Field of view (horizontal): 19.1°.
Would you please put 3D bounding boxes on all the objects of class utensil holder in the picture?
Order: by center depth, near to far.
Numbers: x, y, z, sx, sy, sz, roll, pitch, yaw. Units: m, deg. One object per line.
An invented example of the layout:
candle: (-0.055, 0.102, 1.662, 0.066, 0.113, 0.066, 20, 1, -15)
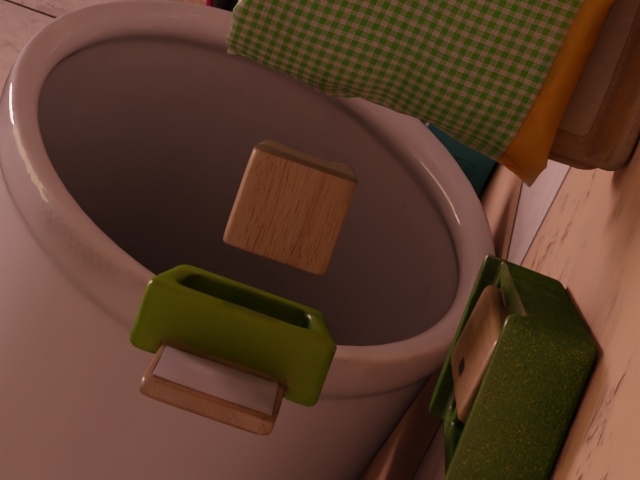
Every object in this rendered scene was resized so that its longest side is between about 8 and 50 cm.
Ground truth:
utensil holder: (-0.117, 0.087, 1.267, 0.385, 0.328, 0.327, -58, 9, 34)

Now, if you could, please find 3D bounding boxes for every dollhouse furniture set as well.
dollhouse furniture set: (0.045, -0.052, 0.846, 0.151, 0.198, 0.301, -73, 3, -78)

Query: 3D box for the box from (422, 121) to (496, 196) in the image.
box: (0.128, -0.137, 1.368, 0.244, 0.060, 0.100, 113, 177, -56)

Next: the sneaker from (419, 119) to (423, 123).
sneaker: (0.044, -0.102, 1.531, 0.124, 0.178, 0.295, 56, 165, 35)

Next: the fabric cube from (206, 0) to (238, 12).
fabric cube: (0.059, -0.273, 1.713, 0.254, 0.259, 0.258, 113, 177, -75)
